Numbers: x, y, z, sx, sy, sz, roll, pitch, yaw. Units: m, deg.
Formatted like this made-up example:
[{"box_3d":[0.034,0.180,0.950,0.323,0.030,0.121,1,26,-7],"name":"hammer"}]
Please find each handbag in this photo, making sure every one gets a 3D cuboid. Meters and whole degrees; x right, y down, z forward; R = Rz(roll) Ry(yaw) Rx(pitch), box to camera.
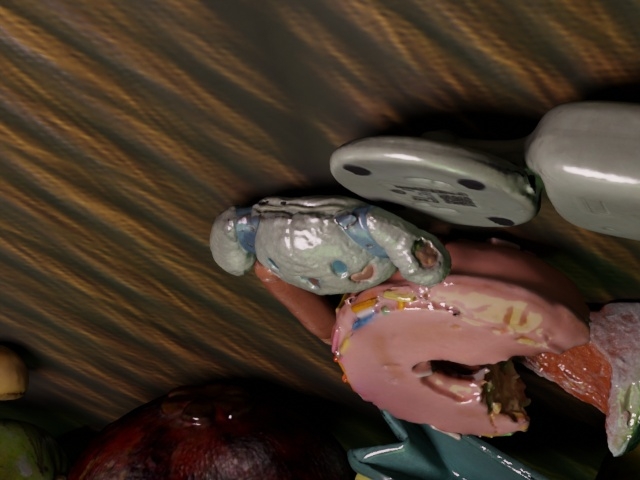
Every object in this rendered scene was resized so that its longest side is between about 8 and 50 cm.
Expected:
[{"box_3d":[0.159,0.269,1.456,0.274,0.100,0.269,30,166,22],"name":"handbag"}]

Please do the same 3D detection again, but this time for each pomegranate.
[{"box_3d":[-0.332,0.220,1.538,0.131,0.191,0.152,-31,144,-10],"name":"pomegranate"}]

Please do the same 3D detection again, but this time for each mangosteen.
[{"box_3d":[-0.100,0.316,1.485,0.306,0.306,0.360,-1,106,12],"name":"mangosteen"}]

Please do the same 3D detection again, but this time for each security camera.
[{"box_3d":[0.154,-0.054,1.083,0.301,0.080,0.157,5,167,23],"name":"security camera"}]

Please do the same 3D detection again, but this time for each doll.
[{"box_3d":[0.000,0.000,1.195,0.214,0.072,0.103,6,150,29],"name":"doll"}]

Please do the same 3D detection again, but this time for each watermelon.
[{"box_3d":[0.251,0.087,1.331,0.121,0.158,0.098,-31,139,-23],"name":"watermelon"}]

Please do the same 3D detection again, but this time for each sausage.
[{"box_3d":[-0.011,0.052,1.321,0.042,0.036,0.158,27,167,42],"name":"sausage"}]

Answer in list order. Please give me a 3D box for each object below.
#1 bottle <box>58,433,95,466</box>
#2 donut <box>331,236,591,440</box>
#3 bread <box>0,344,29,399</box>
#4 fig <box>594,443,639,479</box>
[{"box_3d":[-0.164,0.336,1.727,0.144,0.144,0.336,-23,141,39],"name":"bottle"},{"box_3d":[0.108,0.077,1.281,0.199,0.085,0.233,16,145,-6],"name":"donut"},{"box_3d":[-0.340,0.122,1.476,0.115,0.056,0.082,6,177,29],"name":"bread"},{"box_3d":[0.341,0.243,1.475,0.154,0.144,0.166,-7,142,2],"name":"fig"}]
